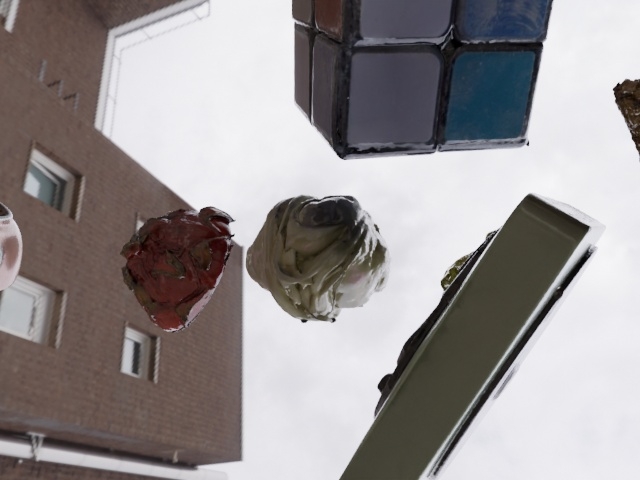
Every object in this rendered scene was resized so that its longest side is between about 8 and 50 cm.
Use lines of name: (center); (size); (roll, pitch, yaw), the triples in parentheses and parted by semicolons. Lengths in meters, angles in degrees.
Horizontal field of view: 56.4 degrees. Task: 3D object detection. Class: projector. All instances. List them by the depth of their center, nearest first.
projector: (0.131, 0.082, 0.496); (0.079, 0.257, 0.259); (36, -73, 22)

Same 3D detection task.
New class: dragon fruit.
dragon fruit: (-0.260, 0.027, 1.000); (0.218, 0.148, 0.223); (3, -114, 62)

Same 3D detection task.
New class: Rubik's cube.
Rubik's cube: (0.136, -0.323, 0.921); (0.318, 0.313, 0.316); (-6, -152, -15)

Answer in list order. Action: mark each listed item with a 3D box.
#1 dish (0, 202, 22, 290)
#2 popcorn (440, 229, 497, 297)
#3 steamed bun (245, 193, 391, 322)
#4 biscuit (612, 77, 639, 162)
dish: (-0.450, -0.029, 0.713); (0.213, 0.213, 0.090); (40, -82, 34)
popcorn: (0.301, 0.079, 1.010); (0.198, 0.198, 0.212); (11, -125, 29)
steamed bun: (0.000, 0.000, 1.160); (0.268, 0.207, 0.280); (-12, -138, -31)
biscuit: (0.293, -0.051, 0.475); (0.064, 0.199, 0.034); (-3, -133, 45)
